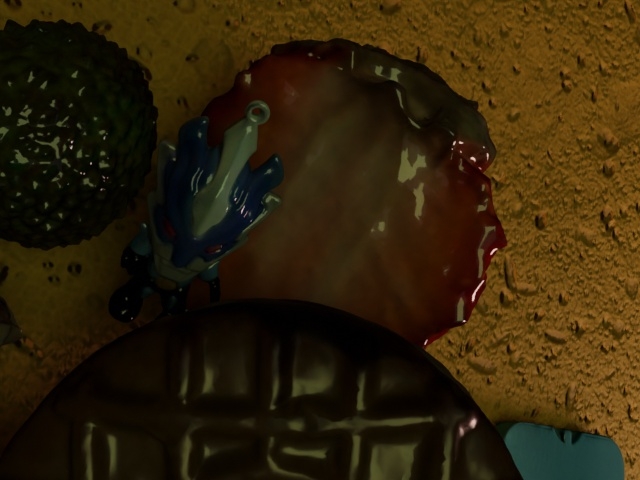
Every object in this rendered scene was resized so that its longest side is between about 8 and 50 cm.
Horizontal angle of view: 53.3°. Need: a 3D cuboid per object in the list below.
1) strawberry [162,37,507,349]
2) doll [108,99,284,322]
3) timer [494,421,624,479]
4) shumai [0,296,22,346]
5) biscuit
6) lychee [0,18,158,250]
[{"bbox_3d":[0.000,0.000,0.556,0.265,0.149,0.336,30,100,4],"label":"strawberry"},{"bbox_3d":[-0.088,-0.017,0.463,0.096,0.070,0.195,26,110,-17],"label":"doll"},{"bbox_3d":[0.274,0.357,0.791,0.232,0.091,0.250,18,74,-27],"label":"timer"},{"bbox_3d":[-0.316,0.095,0.415,0.218,0.184,0.185,6,56,-17],"label":"shumai"},{"bbox_3d":[-0.028,0.172,0.416,0.366,0.115,0.268,7,82,-3],"label":"biscuit"},{"bbox_3d":[-0.191,-0.079,0.450,0.171,0.171,0.171,-2,95,-28],"label":"lychee"}]
